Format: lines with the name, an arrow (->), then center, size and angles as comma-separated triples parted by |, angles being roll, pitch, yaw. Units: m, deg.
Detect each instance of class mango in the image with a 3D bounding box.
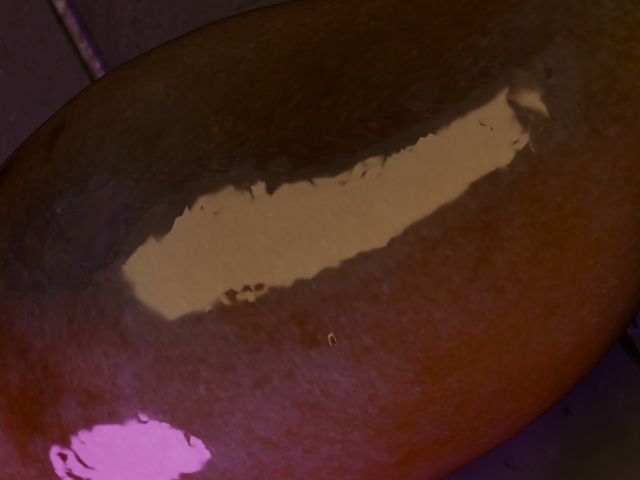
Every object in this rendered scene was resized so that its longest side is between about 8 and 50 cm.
mango -> 0.000, 0.000, 0.704 | 0.384, 0.199, 0.221 | -32, 64, 18
